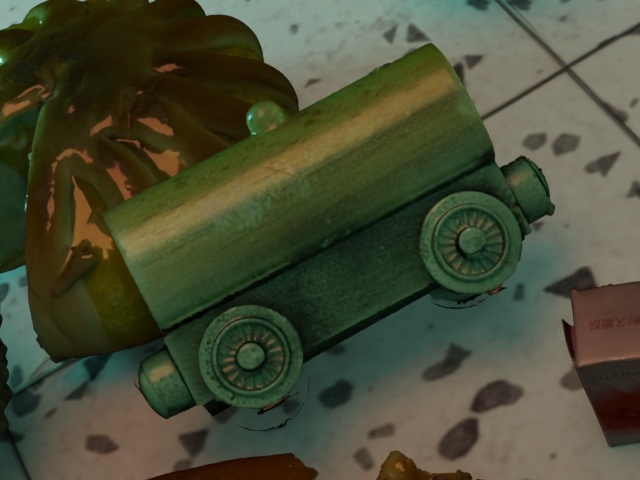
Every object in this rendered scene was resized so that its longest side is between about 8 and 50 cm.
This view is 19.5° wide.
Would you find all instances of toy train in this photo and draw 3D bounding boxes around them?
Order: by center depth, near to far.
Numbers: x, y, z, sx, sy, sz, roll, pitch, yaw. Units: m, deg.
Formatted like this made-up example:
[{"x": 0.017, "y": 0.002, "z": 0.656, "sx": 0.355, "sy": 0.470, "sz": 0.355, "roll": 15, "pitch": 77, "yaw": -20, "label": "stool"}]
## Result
[{"x": -0.001, "y": -0.001, "z": 1.251, "sx": 0.307, "sy": 0.126, "sz": 0.189, "roll": -28, "pitch": 79, "yaw": -4, "label": "toy train"}]

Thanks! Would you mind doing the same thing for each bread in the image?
[{"x": -0.163, "y": -0.072, "z": 1.406, "sx": 0.333, "sy": 0.160, "sz": 0.333, "roll": -11, "pitch": 47, "yaw": 12, "label": "bread"}]

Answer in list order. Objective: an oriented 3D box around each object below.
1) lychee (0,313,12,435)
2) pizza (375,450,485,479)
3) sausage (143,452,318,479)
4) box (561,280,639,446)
[{"x": -0.334, "y": 0.066, "z": 1.290, "sx": 0.255, "sy": 0.274, "sz": 0.255, "roll": -49, "pitch": 7, "yaw": 8, "label": "lychee"}, {"x": 0.084, "y": 0.217, "z": 1.110, "sx": 0.127, "sy": 0.058, "sz": 0.246, "roll": -20, "pitch": 48, "yaw": 5, "label": "pizza"}, {"x": -0.135, "y": 0.213, "z": 1.195, "sx": 0.302, "sy": 0.076, "sz": 0.103, "roll": -23, "pitch": 45, "yaw": 2, "label": "sausage"}, {"x": 0.233, "y": 0.071, "z": 1.139, "sx": 0.156, "sy": 0.111, "sz": 0.060, "roll": -9, "pitch": 55, "yaw": 18, "label": "box"}]
